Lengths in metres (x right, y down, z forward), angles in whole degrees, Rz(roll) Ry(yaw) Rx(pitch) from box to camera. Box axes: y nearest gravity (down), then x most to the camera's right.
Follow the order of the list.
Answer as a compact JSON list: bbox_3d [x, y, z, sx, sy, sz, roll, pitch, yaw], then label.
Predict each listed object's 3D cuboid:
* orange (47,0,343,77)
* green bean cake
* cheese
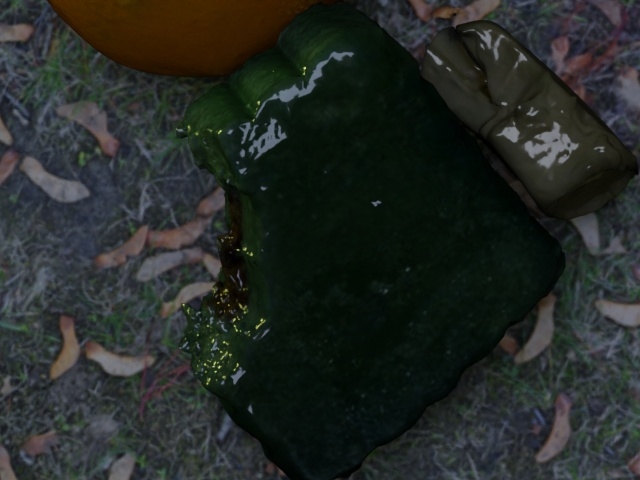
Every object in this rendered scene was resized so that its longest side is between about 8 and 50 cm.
[{"bbox_3d":[-0.108,-0.288,1.613,0.312,0.312,0.312,-1,82,9],"label":"orange"},{"bbox_3d":[0.000,0.000,1.564,0.300,0.169,0.308,-41,115,0],"label":"green bean cake"},{"bbox_3d":[0.172,-0.103,1.601,0.202,0.175,0.091,45,98,10],"label":"cheese"}]
